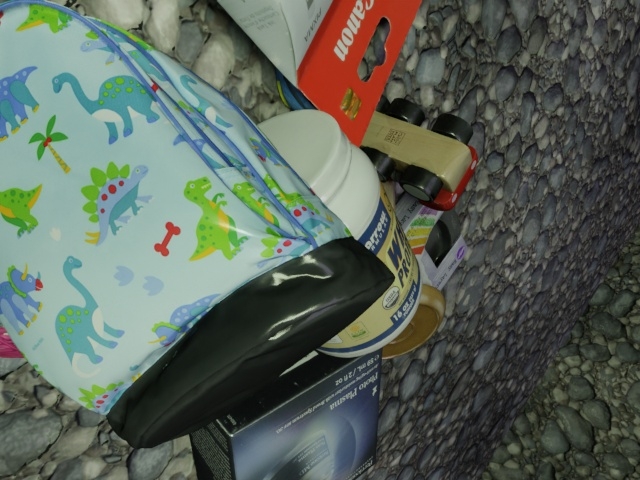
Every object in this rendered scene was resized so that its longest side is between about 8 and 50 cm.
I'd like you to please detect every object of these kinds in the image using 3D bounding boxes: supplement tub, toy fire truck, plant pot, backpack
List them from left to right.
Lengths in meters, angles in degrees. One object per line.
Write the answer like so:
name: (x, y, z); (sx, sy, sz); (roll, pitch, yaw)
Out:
backpack: (-0.161, -0.027, 0.413); (0.290, 0.356, 0.273); (-37, 159, 16)
supplement tub: (0.000, 0.000, 0.663); (0.228, 0.228, 0.316); (-48, 134, -15)
plant pot: (0.151, 0.178, 0.944); (0.236, 0.032, 0.237); (-10, 136, -10)
toy fire truck: (0.138, -0.100, 0.773); (0.159, 0.217, 0.246); (-59, 151, -4)

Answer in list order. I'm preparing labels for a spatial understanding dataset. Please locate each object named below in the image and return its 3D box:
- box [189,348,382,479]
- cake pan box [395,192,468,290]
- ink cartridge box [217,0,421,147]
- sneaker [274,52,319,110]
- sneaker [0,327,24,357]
box: (-0.055, 0.309, 0.791); (0.296, 0.182, 0.294); (-21, 124, -35)
cake pan box: (0.195, 0.040, 0.981); (0.267, 0.070, 0.246); (-51, 137, -12)
ink cartridge box: (0.020, -0.348, 0.555); (0.385, 0.091, 0.308); (38, 67, -40)
sneaker: (-0.037, -0.264, 0.613); (0.069, 0.082, 0.209); (-40, 130, -20)
sneaker: (-0.291, 0.077, 0.511); (0.252, 0.102, 0.111); (59, 31, -60)
